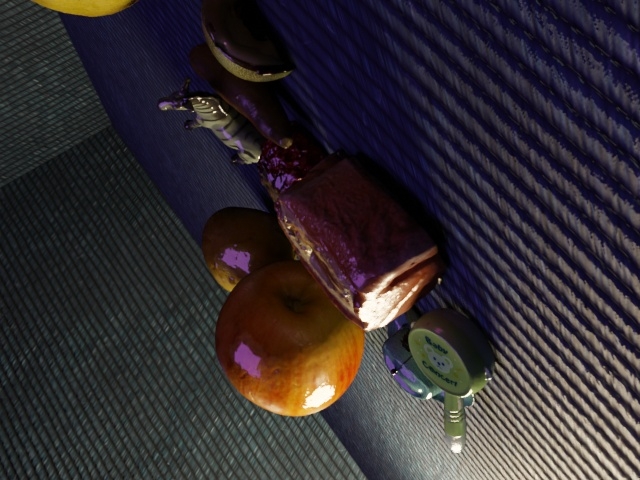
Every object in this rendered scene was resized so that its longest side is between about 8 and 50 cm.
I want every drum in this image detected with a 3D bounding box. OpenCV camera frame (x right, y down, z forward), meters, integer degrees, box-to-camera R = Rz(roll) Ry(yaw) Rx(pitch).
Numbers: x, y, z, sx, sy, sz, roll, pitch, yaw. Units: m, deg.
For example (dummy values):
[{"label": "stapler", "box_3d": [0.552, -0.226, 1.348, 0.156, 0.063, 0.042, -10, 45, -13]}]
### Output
[{"label": "drum", "box_3d": [0.188, 0.199, 0.994, 0.130, 0.049, 0.253, 17, 135, 52]}]

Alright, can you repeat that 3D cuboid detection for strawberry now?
[{"label": "strawberry", "box_3d": [-0.038, -0.095, 1.110, 0.145, 0.086, 0.145, 52, 167, 17]}]

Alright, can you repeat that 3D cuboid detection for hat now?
[{"label": "hat", "box_3d": [0.140, 0.183, 1.120, 0.191, 0.078, 0.138, 53, 161, 17]}]

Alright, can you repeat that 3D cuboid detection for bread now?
[{"label": "bread", "box_3d": [0.040, -0.004, 0.968, 0.244, 0.123, 0.190, 50, 166, 33]}]

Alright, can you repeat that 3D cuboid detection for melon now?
[{"label": "melon", "box_3d": [-0.113, -0.261, 1.006, 0.160, 0.079, 0.128, 56, 165, 3]}]

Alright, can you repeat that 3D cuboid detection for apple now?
[{"label": "apple", "box_3d": [-0.053, 0.171, 1.388, 0.286, 0.286, 0.233, 50, 148, 27]}]

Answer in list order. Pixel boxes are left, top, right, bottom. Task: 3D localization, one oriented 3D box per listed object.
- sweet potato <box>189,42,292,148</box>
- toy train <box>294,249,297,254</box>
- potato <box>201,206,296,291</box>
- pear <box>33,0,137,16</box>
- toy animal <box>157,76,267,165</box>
[{"label": "sweet potato", "box_3d": [-0.101, -0.216, 1.091, 0.243, 0.077, 0.077, 43, 161, 31]}, {"label": "toy train", "box_3d": [0.000, 0.000, 1.266, 0.085, 0.053, 0.249, 69, 164, -12]}, {"label": "potato", "box_3d": [-0.124, 0.014, 1.521, 0.158, 0.178, 0.204, -20, 89, 60]}, {"label": "pear", "box_3d": [-0.334, -0.437, 1.042, 0.271, 0.271, 0.271, 52, 166, 19]}, {"label": "toy animal", "box_3d": [-0.142, -0.174, 1.161, 0.217, 0.073, 0.176, 32, 176, -16]}]
